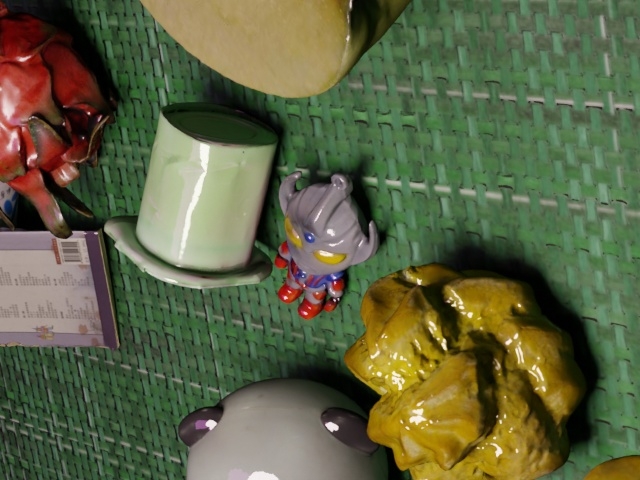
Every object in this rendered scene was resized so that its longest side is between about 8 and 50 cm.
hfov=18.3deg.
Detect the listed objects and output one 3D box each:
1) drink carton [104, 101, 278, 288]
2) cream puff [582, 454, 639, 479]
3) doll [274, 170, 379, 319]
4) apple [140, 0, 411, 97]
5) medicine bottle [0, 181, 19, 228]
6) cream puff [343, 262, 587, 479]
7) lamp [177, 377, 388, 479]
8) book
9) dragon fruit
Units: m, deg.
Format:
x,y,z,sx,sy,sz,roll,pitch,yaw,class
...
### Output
x,y,z,sx,sy,sz,roll,pitch,yaw,class
-0.110,-0.049,1.911,0.144,0.146,0.142,41,124,45,drink carton
0.308,0.310,1.548,0.274,0.270,0.323,-117,20,-70,cream puff
-0.001,0.000,1.868,0.104,0.062,0.195,54,148,26,doll
-0.054,-0.300,1.615,0.360,0.320,0.311,44,97,19,apple
-0.425,-0.014,2.286,0.152,0.152,0.254,35,131,34,medicine bottle
0.117,0.120,1.699,0.221,0.195,0.195,53,139,13,cream puff
-0.028,0.246,1.928,0.198,0.198,0.244,28,140,39,lamp
-0.345,0.052,2.213,0.231,0.026,0.157,0,122,10,book
-0.315,-0.135,2.078,0.274,0.192,0.193,48,-164,-31,dragon fruit
